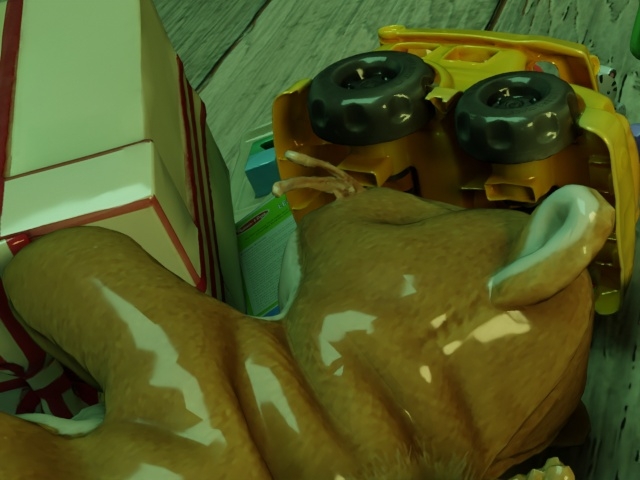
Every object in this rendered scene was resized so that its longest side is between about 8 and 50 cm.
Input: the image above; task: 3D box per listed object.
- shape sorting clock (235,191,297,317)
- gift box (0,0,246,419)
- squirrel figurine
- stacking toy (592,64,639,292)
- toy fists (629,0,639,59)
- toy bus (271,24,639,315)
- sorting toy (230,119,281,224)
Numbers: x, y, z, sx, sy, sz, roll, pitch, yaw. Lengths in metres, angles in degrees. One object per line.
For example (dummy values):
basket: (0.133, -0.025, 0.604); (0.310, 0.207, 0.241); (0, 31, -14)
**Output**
shape sorting clock: (0.000, 0.000, 0.760); (0.206, 0.040, 0.206); (-25, 41, 24)
gift box: (-0.198, 0.013, 0.662); (0.276, 0.255, 0.258); (-19, 50, 7)
squirrel figurine: (0.003, 0.137, 0.414); (0.370, 0.281, 0.397); (-27, 43, -19)
stacking toy: (0.186, -0.041, 0.681); (0.221, 0.052, 0.167); (-35, 31, -12)
toy fists: (0.342, -0.146, 0.674); (0.142, 0.096, 0.279); (-38, 33, -14)
toy bus: (0.114, -0.067, 0.622); (0.220, 0.149, 0.211); (12, 41, 33)
sorting toy: (-0.009, -0.088, 0.908); (0.348, 0.047, 0.196); (-19, 32, 14)
